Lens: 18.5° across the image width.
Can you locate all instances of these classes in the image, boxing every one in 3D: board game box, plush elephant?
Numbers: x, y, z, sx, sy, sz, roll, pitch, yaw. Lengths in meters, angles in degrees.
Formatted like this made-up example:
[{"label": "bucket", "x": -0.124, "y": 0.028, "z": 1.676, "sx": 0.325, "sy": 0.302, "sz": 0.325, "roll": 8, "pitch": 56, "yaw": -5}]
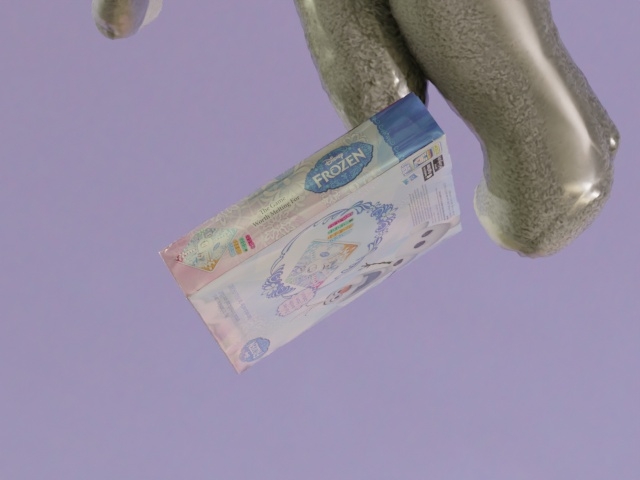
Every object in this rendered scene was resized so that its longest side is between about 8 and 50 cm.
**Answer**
[{"label": "board game box", "x": 0.000, "y": 0.000, "z": 0.612, "sx": 0.020, "sy": 0.090, "sz": 0.090, "roll": 55, "pitch": -5, "yaw": 19}, {"label": "plush elephant", "x": 0.031, "y": -0.177, "z": 0.963, "sx": 0.330, "sy": 0.272, "sz": 0.255, "roll": 39, "pitch": -14, "yaw": -24}]
